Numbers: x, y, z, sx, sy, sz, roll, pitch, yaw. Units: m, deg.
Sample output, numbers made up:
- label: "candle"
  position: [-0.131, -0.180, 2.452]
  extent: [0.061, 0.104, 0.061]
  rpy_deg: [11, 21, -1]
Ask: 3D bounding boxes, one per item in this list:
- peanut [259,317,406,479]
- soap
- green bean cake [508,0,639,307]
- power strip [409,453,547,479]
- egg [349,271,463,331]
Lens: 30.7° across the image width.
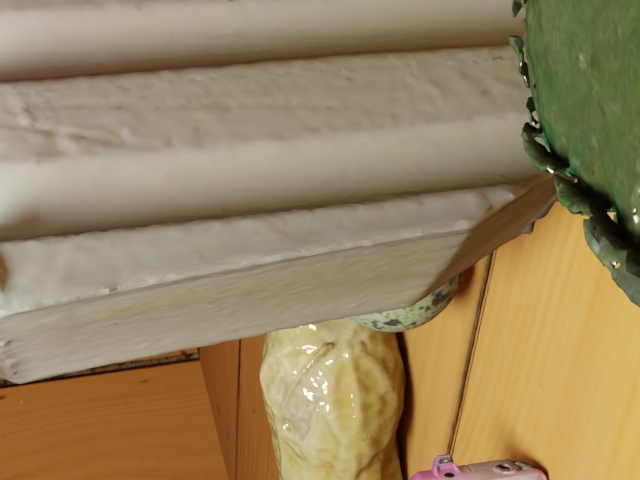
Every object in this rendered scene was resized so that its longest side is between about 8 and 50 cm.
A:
- label: "peanut"
  position: [0.020, 0.204, 1.308]
  extent: [0.174, 0.158, 0.340]
  rpy_deg: [26, 132, 39]
- label: "soap"
  position: [-0.042, -0.104, 0.814]
  extent: [0.213, 0.435, 0.350]
  rpy_deg: [110, 147, -62]
- label: "green bean cake"
  position: [0.176, -0.117, 0.527]
  extent: [0.255, 0.132, 0.241]
  rpy_deg: [-112, 18, -58]
- label: "power strip"
  position: [0.132, 0.309, 0.965]
  extent: [0.037, 0.109, 0.279]
  rpy_deg: [-133, 38, -72]
- label: "egg"
  position: [0.063, 0.007, 1.059]
  extent: [0.172, 0.132, 0.132]
  rpy_deg: [-92, 3, -58]
